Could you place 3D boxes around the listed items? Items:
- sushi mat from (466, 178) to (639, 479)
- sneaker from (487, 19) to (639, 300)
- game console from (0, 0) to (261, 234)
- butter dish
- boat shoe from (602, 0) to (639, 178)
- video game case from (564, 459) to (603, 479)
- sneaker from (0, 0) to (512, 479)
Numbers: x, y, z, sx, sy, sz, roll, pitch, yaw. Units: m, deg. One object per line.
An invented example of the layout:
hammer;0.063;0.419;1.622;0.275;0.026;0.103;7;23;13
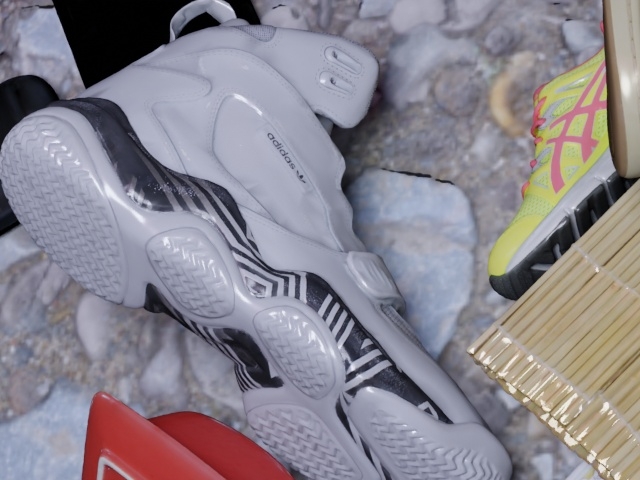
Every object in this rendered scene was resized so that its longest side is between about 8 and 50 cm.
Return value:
sushi mat;0.248;0.005;1.008;0.316;0.019;0.151;-44;70;-5
sneaker;0.159;-0.053;1.077;0.094;0.081;0.208;31;74;31
game console;-0.207;-0.091;1.277;0.361;0.044;0.213;-29;60;11
butter dish;-0.063;0.172;1.074;0.160;0.118;0.160;33;128;32
boat shoe;0.227;-0.166;1.006;0.110;0.122;0.341;5;46;15
video game case;0.221;0.192;0.982;0.227;0.026;0.206;-47;59;1
sneaker;0.000;0.000;1.080;0.366;0.137;0.210;38;57;5
